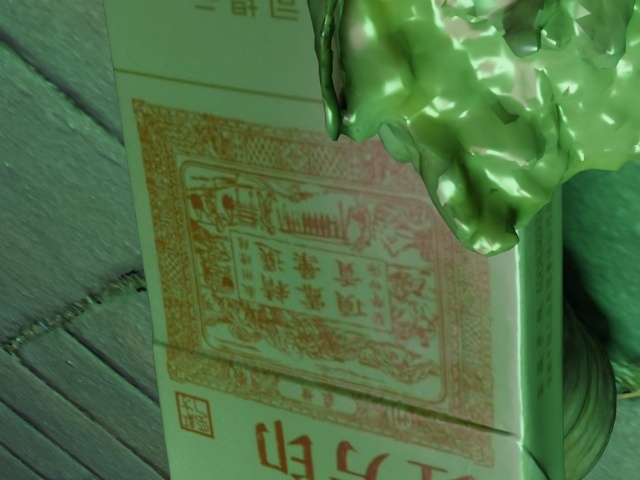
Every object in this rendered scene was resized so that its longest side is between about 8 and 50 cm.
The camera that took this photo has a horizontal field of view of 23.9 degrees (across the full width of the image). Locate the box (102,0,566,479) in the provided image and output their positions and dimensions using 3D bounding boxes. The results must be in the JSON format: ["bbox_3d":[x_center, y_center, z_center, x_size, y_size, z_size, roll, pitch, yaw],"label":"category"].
[{"bbox_3d":[0.005,-0.022,0.657,0.204,0.051,0.365,11,120,30],"label":"box"}]

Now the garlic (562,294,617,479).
[{"bbox_3d":[0.048,0.059,0.849,0.245,0.160,0.245,11,170,2],"label":"garlic"}]

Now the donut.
[{"bbox_3d":[0.088,-0.150,0.262,0.150,0.307,0.371,-4,180,-12],"label":"donut"}]
